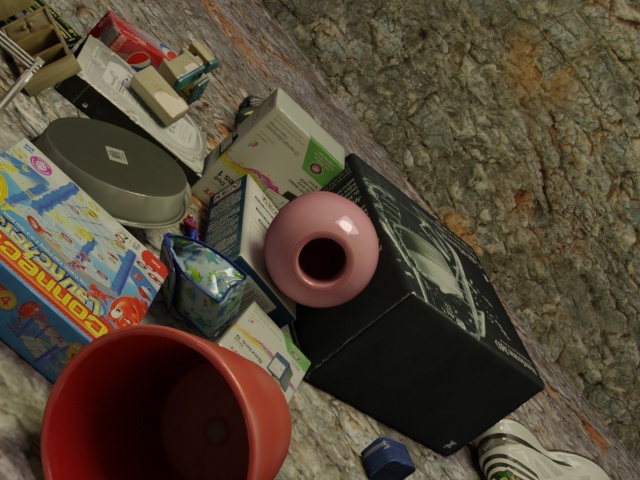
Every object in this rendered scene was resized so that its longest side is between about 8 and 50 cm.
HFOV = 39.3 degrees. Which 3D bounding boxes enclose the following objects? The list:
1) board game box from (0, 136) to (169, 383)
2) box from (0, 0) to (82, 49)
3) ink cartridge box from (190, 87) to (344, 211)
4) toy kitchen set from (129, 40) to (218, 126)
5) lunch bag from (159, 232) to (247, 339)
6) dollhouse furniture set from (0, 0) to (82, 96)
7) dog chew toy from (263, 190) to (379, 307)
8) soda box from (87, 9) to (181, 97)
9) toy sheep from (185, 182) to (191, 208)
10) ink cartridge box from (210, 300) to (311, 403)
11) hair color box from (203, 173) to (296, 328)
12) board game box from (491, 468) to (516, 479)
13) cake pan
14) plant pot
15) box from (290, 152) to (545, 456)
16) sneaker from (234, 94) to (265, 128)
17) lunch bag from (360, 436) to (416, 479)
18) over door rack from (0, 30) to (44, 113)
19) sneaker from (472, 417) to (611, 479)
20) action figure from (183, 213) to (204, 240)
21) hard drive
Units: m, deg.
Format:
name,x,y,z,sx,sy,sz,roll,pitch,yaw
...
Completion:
name,x,y,z,sx,sy,sz,roll,pitch,yaw
board game box,-0.383,0.027,1.263,0.308,0.086,0.302,44,19,-13
box,-0.596,-0.457,1.816,0.191,0.045,0.184,44,17,-9
ink cartridge box,-0.115,-0.153,1.922,0.201,0.278,0.117,41,23,-20
toy kitchen set,-0.310,-0.312,1.945,0.122,0.166,0.207,49,55,3
lunch bag,-0.207,0.069,1.471,0.151,0.129,0.096,39,54,13
dollhouse furniture set,-0.540,-0.404,1.586,0.161,0.212,0.242,58,-6,31
dog chew toy,0.000,0.000,1.682,0.206,0.206,0.332,45,8,-10
soda box,-0.413,-0.432,2.108,0.263,0.083,0.092,24,30,-52
toy sheep,-0.288,-0.082,1.700,0.091,0.091,0.132,40,35,-23
ink cartridge box,-0.117,0.213,1.483,0.154,0.093,0.212,48,20,-2
hair color box,-0.137,0.027,1.751,0.174,0.105,0.347,52,16,-24
board game box,0.366,0.589,1.745,0.030,0.136,0.259,33,25,-35
cake pan,-0.356,-0.124,1.542,0.293,0.054,0.293,25,23,-11
plant pot,-0.164,0.242,1.106,0.275,0.275,0.243,53,9,14
box,0.173,0.142,1.966,0.480,0.297,0.471,34,25,-36
sneaker,-0.181,-0.333,2.432,0.121,0.111,0.300,40,12,6
lunch bag,0.128,0.409,1.676,0.098,0.067,0.065,32,25,-43
over door rack,-0.592,-0.257,1.364,0.239,0.108,0.324,41,34,-21
sneaker,0.538,0.617,2.101,0.447,0.169,0.257,31,33,-24
action figure,-0.245,-0.014,1.738,0.038,0.030,0.115,54,7,-44
hard drive,-0.385,-0.271,1.889,0.339,0.064,0.237,40,20,-22
